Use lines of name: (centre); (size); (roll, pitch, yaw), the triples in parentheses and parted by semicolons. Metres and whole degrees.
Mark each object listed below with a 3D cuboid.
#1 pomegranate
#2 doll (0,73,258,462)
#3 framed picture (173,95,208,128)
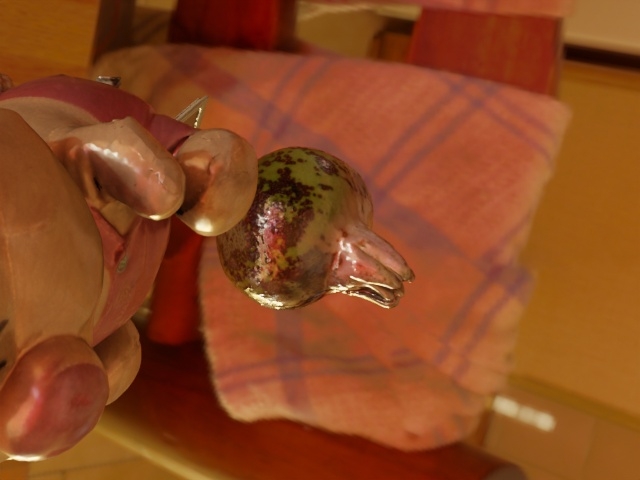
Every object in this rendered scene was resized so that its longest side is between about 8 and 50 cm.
pomegranate: (-0.006, 0.005, 1.000); (0.138, 0.163, 0.125); (-36, 170, -43)
doll: (-0.141, 0.022, 0.495); (0.256, 0.152, 0.196); (-27, 123, -63)
framed picture: (-0.190, -0.076, 1.403); (0.142, 0.011, 0.183); (-45, 172, -28)
